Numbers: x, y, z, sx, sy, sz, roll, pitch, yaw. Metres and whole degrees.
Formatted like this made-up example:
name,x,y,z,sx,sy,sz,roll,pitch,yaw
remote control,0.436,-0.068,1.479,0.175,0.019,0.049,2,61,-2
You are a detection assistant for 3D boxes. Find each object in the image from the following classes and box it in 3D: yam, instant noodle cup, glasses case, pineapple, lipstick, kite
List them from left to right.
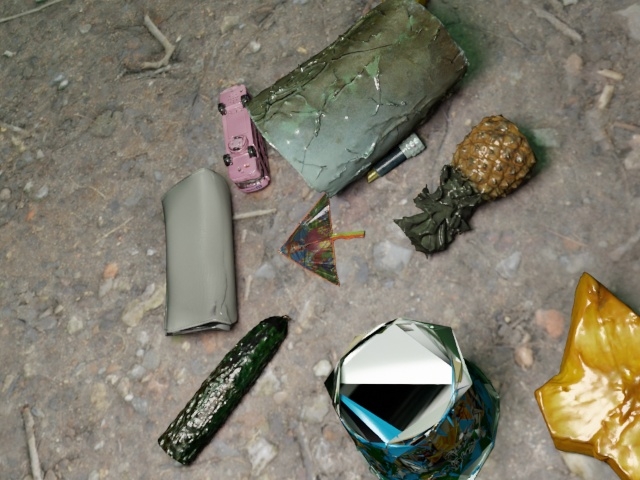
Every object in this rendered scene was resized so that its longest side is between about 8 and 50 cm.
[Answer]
name,x,y,z,sx,sy,sz,roll,pitch,yaw
glasses case,-0.211,0.032,1.735,0.128,0.083,0.308,-17,59,20
kite,0.000,0.000,1.707,0.159,0.010,0.190,-15,61,14
yam,0.060,-0.246,1.678,0.348,0.241,0.241,-39,57,-3
lipstick,0.124,-0.140,1.716,0.116,0.037,0.037,-35,57,7
instant noodle cup,0.128,0.232,1.436,0.240,0.178,0.240,-9,62,17
pineapple,0.228,-0.085,1.597,0.248,0.128,0.128,-43,57,1

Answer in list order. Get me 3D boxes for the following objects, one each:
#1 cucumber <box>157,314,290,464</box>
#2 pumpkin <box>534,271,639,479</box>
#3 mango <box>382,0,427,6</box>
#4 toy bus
name,x,y,z,sx,sy,sz,roll,pitch,yaw
cucumber,-0.149,0.231,1.617,0.067,0.067,0.293,33,79,32
pumpkin,0.429,0.218,1.372,0.258,0.095,0.290,21,77,25
mango,0.158,-0.473,1.856,0.101,0.066,0.187,0,69,13
toy bus,-0.138,-0.184,1.810,0.063,0.090,0.203,-17,59,14
